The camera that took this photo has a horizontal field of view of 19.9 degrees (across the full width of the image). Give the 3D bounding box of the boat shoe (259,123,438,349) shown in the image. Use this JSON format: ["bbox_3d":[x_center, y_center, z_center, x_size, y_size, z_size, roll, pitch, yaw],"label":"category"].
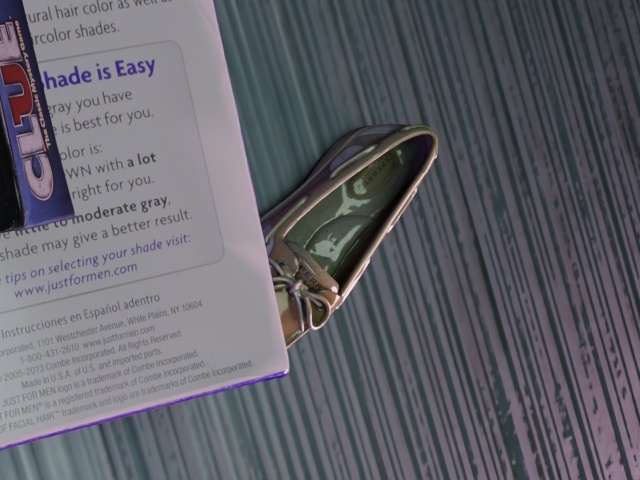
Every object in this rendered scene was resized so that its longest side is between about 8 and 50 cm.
[{"bbox_3d":[0.002,0.001,0.891,0.056,0.048,0.153,49,66,-16],"label":"boat shoe"}]

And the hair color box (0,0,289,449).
[{"bbox_3d":[-0.147,-0.085,0.787,0.185,0.110,0.339,-13,94,-27],"label":"hair color box"}]

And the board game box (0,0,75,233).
[{"bbox_3d":[-0.226,-0.060,0.687,0.042,0.243,0.165,-22,99,-72],"label":"board game box"}]
